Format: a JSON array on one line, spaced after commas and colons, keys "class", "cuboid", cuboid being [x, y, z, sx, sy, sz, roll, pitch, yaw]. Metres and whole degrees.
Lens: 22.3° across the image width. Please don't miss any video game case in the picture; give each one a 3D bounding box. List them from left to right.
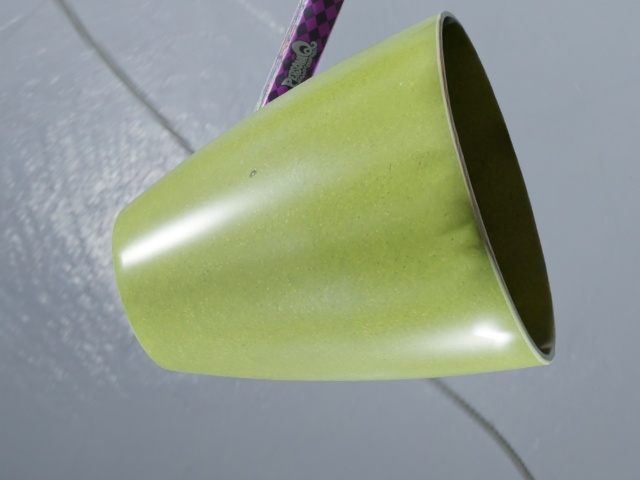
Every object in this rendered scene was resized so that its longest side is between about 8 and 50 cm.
[{"class": "video game case", "cuboid": [-0.029, -0.181, 1.723, 0.042, 0.210, 0.232, 23, 92, -5]}]

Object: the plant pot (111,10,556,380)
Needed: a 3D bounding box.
[{"class": "plant pot", "cuboid": [0.000, 0.000, 1.250, 0.294, 0.275, 0.274, -17, 103, 15]}]
